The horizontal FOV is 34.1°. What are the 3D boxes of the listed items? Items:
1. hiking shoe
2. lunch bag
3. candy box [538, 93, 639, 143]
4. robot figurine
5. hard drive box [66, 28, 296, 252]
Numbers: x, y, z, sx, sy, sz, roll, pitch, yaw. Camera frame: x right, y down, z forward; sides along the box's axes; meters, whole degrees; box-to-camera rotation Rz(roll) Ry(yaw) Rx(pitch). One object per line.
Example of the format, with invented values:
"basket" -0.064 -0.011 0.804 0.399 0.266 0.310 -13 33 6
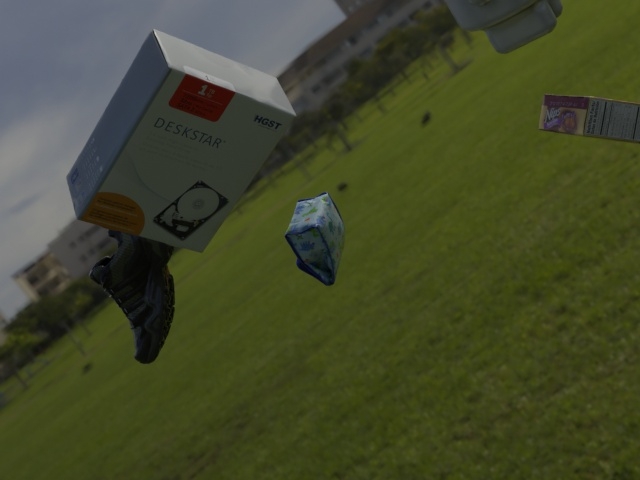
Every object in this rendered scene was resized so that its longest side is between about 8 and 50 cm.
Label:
"hiking shoe" -0.269 0.065 1.490 0.114 0.226 0.086 4 13 2
"lunch bag" 0.000 0.000 2.156 0.096 0.151 0.129 -16 33 26
"candy box" 0.389 -0.152 1.340 0.187 0.053 0.109 6 8 -19
"robot figurine" 0.269 -0.491 1.734 0.200 0.353 0.300 -25 20 29
"hard drive box" -0.172 -0.114 1.265 0.232 0.181 0.089 -54 40 26
